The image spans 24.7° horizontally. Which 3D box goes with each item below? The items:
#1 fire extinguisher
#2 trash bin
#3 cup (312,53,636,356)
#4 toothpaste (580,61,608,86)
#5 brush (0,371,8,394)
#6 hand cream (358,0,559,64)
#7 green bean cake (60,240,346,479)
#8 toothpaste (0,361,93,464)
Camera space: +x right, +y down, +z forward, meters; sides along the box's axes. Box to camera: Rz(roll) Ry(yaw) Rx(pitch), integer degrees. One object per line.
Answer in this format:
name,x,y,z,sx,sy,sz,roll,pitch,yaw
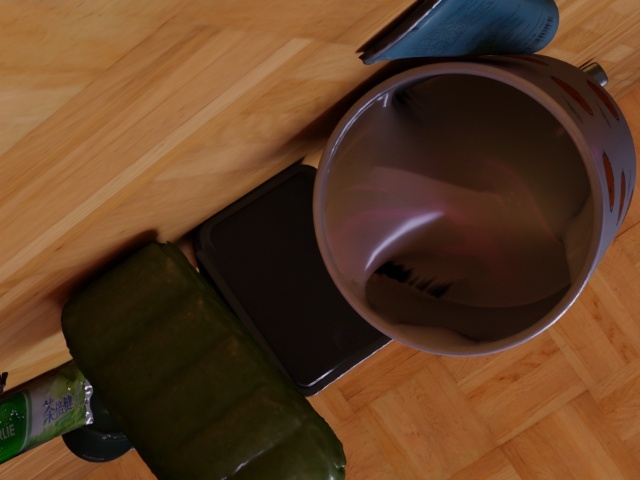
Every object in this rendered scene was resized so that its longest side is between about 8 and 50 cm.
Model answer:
fire extinguisher,-0.236,0.197,1.636,0.311,0.114,0.095,135,-29,-70
trash bin,-0.024,0.049,1.284,0.122,0.164,0.240,-33,176,-9
cup,0.143,-0.048,1.181,0.212,0.212,0.317,-36,178,21
toothpaste,0.279,-0.165,1.955,0.239,0.039,0.062,-32,-178,-8
brush,-0.278,0.131,1.152,0.043,0.036,0.248,-28,173,-24
hand cream,0.107,-0.150,1.003,0.083,0.048,0.224,-38,168,29
green bean cake,-0.088,0.128,1.122,0.125,0.248,0.222,-35,174,-10
toothpaste,-0.287,0.171,1.360,0.047,0.078,0.248,8,-166,26
